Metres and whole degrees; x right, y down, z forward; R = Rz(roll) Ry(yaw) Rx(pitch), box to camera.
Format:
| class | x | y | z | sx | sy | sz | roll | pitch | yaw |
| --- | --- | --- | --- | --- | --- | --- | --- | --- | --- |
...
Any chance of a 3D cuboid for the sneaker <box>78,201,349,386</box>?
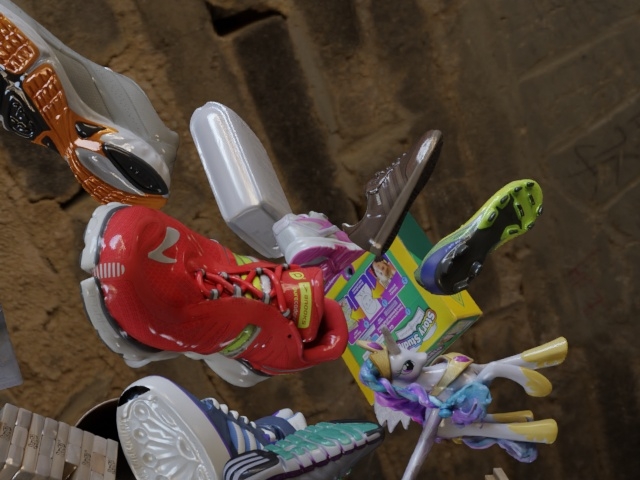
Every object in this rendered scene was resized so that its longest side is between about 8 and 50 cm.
| class | x | y | z | sx | sy | sz | roll | pitch | yaw |
| --- | --- | --- | --- | --- | --- | --- | --- | --- | --- |
| sneaker | -0.058 | 0.037 | 0.522 | 0.279 | 0.118 | 0.107 | 36 | -133 | -61 |

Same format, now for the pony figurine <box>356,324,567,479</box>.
| class | x | y | z | sx | sy | sz | roll | pitch | yaw |
| --- | --- | --- | --- | --- | --- | --- | --- | --- | --- |
| pony figurine | 0.217 | 0.295 | 1.261 | 0.303 | 0.363 | 0.351 | -94 | 12 | -55 |

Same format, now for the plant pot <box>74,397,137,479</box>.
| class | x | y | z | sx | sy | sz | roll | pitch | yaw |
| --- | --- | --- | --- | --- | --- | --- | --- | --- | --- |
| plant pot | -0.389 | 0.437 | 1.414 | 0.215 | 0.230 | 0.215 | 7 | -115 | -16 |

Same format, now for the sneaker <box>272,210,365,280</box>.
| class | x | y | z | sx | sy | sz | roll | pitch | yaw |
| --- | --- | --- | --- | --- | --- | --- | --- | --- | --- |
| sneaker | 0.000 | 0.000 | 1.331 | 0.111 | 0.103 | 0.252 | 58 | -163 | 21 |

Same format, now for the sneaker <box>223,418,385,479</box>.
| class | x | y | z | sx | sy | sz | roll | pitch | yaw |
| --- | --- | --- | --- | --- | --- | --- | --- | --- | --- |
| sneaker | -0.015 | 0.293 | 0.897 | 0.223 | 0.083 | 0.098 | -10 | -83 | -30 |

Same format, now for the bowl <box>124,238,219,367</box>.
| class | x | y | z | sx | sy | sz | roll | pitch | yaw |
| --- | --- | --- | --- | --- | --- | --- | --- | --- | --- |
| bowl | -0.336 | 0.086 | 1.392 | 0.134 | 0.298 | 0.298 | 38 | -113 | -24 |

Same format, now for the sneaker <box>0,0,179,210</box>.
| class | x | y | z | sx | sy | sz | roll | pitch | yaw |
| --- | --- | --- | --- | --- | --- | --- | --- | --- | --- |
| sneaker | -0.245 | -0.145 | 0.715 | 0.262 | 0.099 | 0.121 | 49 | -151 | -29 |

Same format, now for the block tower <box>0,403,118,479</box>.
| class | x | y | z | sx | sy | sz | roll | pitch | yaw |
| --- | --- | --- | --- | --- | --- | --- | --- | --- | --- |
| block tower | -0.406 | 0.239 | 0.832 | 0.335 | 0.097 | 0.091 | 32 | -69 | -27 |

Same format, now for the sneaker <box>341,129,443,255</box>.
| class | x | y | z | sx | sy | sz | roll | pitch | yaw |
| --- | --- | --- | --- | --- | --- | --- | --- | --- | --- |
| sneaker | 0.095 | -0.075 | 0.962 | 0.188 | 0.071 | 0.066 | -60 | -16 | -5 |

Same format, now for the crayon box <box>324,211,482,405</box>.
| class | x | y | z | sx | sy | sz | roll | pitch | yaw |
| --- | --- | --- | --- | --- | --- | --- | --- | --- | --- |
| crayon box | 0.167 | 0.164 | 1.734 | 0.106 | 0.313 | 0.363 | -8 | -35 | -42 |

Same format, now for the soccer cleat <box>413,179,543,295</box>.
| class | x | y | z | sx | sy | sz | roll | pitch | yaw |
| --- | --- | --- | --- | --- | --- | --- | --- | --- | --- |
| soccer cleat | 0.275 | -0.014 | 1.262 | 0.289 | 0.121 | 0.093 | -41 | -72 | -20 |

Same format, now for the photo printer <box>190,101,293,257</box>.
| class | x | y | z | sx | sy | sz | roll | pitch | yaw |
| --- | --- | --- | --- | --- | --- | --- | --- | --- | --- |
| photo printer | -0.164 | -0.137 | 1.547 | 0.307 | 0.107 | 0.256 | 66 | -171 | 25 |

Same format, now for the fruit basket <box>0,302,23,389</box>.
| class | x | y | z | sx | sy | sz | roll | pitch | yaw |
| --- | --- | --- | --- | --- | --- | --- | --- | --- | --- |
| fruit basket | -0.648 | 0.199 | 1.114 | 0.327 | 0.353 | 0.165 | -16 | -111 | -23 |

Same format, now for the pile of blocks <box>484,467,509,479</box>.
| class | x | y | z | sx | sy | sz | roll | pitch | yaw |
| --- | --- | --- | --- | --- | --- | --- | --- | --- | --- |
| pile of blocks | 0.395 | 0.673 | 1.621 | 0.362 | 0.112 | 0.149 | -94 | 3 | -57 |

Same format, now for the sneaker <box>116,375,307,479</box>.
| class | x | y | z | sx | sy | sz | roll | pitch | yaw |
| --- | --- | --- | --- | --- | --- | --- | --- | --- | --- |
| sneaker | -0.119 | 0.275 | 0.987 | 0.323 | 0.130 | 0.236 | 56 | -155 | -10 |
